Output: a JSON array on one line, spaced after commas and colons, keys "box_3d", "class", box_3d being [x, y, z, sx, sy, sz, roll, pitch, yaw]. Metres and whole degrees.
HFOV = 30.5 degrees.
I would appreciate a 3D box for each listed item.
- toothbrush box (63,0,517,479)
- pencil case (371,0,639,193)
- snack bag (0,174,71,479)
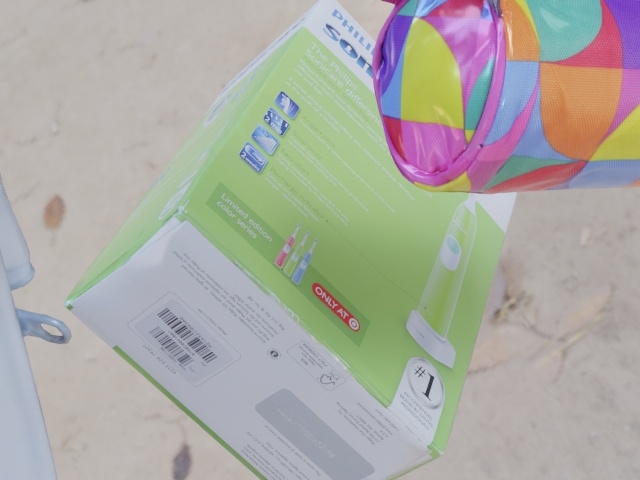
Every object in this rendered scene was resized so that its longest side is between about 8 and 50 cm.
[{"box_3d": [0.000, 0.000, 0.764, 0.122, 0.206, 0.283, -35, 18, 37], "class": "toothbrush box"}, {"box_3d": [0.137, -0.075, 0.521, 0.104, 0.236, 0.104, 2, 92, 61], "class": "pencil case"}, {"box_3d": [-0.237, 0.052, 0.340, 0.323, 0.342, 0.037, -17, 33, -17], "class": "snack bag"}]
